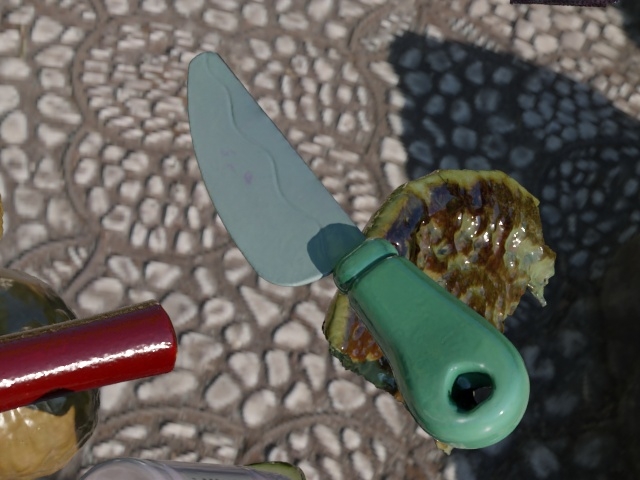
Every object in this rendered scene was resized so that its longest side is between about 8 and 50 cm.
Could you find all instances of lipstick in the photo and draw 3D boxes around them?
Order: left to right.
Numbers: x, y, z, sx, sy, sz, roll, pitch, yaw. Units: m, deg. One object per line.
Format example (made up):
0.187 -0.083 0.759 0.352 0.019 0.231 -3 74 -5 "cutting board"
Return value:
-0.260 0.118 1.203 0.241 0.080 0.080 -12 58 -23 "lipstick"

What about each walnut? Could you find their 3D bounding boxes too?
-0.438 0.182 1.672 0.306 0.344 0.306 4 74 -14 "walnut"

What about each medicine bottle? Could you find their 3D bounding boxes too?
-0.116 0.273 1.161 0.133 0.133 0.250 56 17 26 "medicine bottle"

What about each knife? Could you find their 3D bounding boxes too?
-0.001 0.001 0.596 0.063 0.034 0.260 -43 62 -1 "knife"

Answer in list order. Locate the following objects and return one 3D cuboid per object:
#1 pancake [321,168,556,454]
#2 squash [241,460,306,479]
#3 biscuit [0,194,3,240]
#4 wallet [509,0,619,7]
0.159 0.056 1.565 0.067 0.305 0.427 -2 39 43 "pancake"
-0.119 0.366 1.709 0.219 0.219 0.041 -19 102 -27 "squash"
-0.364 -0.049 1.024 0.226 0.226 0.042 29 34 7 "biscuit"
0.203 -0.279 1.035 0.111 0.166 0.030 11 24 44 "wallet"
